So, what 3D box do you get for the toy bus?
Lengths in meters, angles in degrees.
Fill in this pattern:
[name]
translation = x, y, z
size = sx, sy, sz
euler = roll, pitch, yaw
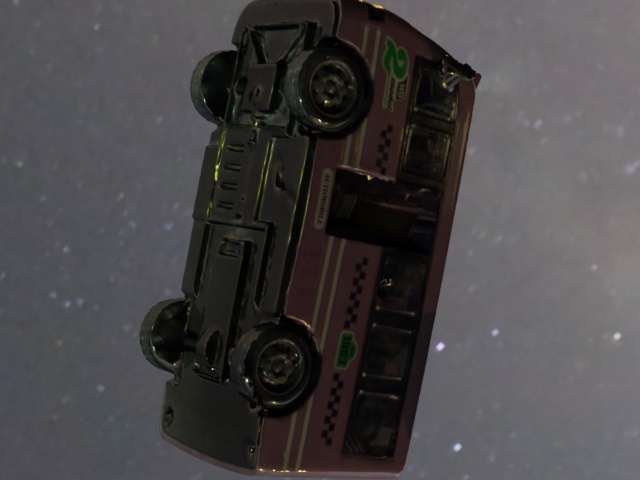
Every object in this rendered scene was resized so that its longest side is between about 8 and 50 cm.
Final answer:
[toy bus]
translation = 0.000, 0.000, 0.613
size = 0.108, 0.096, 0.199
euler = 12, -92, -34
